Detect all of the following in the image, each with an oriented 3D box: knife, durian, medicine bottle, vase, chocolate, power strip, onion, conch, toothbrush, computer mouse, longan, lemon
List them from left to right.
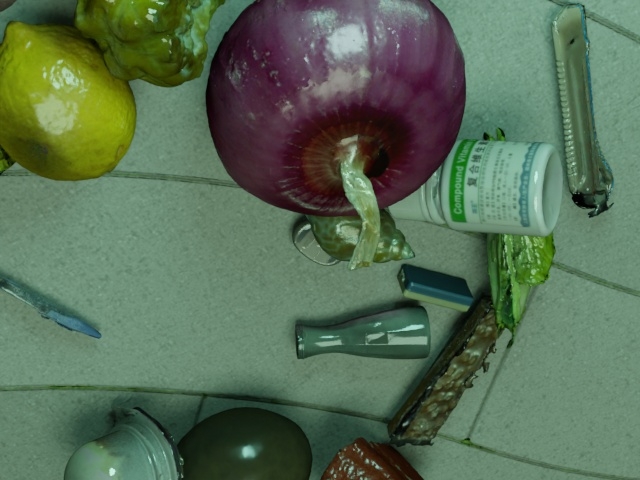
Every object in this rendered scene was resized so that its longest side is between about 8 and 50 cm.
[{"bbox_3d":[-0.488,0.052,1.906,0.413,0.035,0.042,34,87,-32],"label":"toothbrush"},{"bbox_3d":[-0.338,-0.178,1.695,0.188,0.188,0.257,-28,127,6],"label":"lemon"},{"bbox_3d":[-0.326,0.369,2.042,0.147,0.221,0.221,3,126,-44],"label":"chocolate"},{"bbox_3d":[-0.127,0.386,2.122,0.248,0.248,0.248,-7,125,-10],"label":"longan"},{"bbox_3d":[0.000,-0.001,1.995,0.096,0.039,0.066,34,110,-22],"label":"computer mouse"},{"bbox_3d":[0.038,-0.179,1.722,0.358,0.345,0.358,-21,128,-29],"label":"onion"},{"bbox_3d":[0.043,-0.030,1.923,0.116,0.106,0.173,-24,94,-28],"label":"conch"},{"bbox_3d":[0.066,0.155,2.096,0.214,0.086,0.086,-4,125,-6],"label":"vase"},{"bbox_3d":[0.182,0.076,2.083,0.123,0.056,0.032,15,119,-22],"label":"power strip"},{"bbox_3d":[0.219,0.218,2.189,0.102,0.065,0.329,10,123,-37],"label":"chocolate"},{"bbox_3d":[0.223,-0.080,1.884,0.236,0.139,0.139,6,131,25],"label":"medicine bottle"},{"bbox_3d":[0.308,0.005,2.020,0.106,0.132,0.375,-10,110,-6],"label":"durian"},{"bbox_3d":[0.391,-0.194,1.966,0.089,0.043,0.365,-38,129,-29],"label":"knife"}]

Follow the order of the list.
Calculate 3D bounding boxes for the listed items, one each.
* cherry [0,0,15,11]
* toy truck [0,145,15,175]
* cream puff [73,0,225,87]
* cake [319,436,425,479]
[{"bbox_3d":[-0.435,-0.375,1.522,0.285,0.213,0.236,10,112,-10],"label":"cherry"},{"bbox_3d":[-0.556,-0.117,1.722,0.272,0.124,0.157,-16,103,-1],"label":"toy truck"},{"bbox_3d":[-0.214,-0.331,1.622,0.185,0.282,0.282,17,125,17],"label":"cream puff"},{"bbox_3d":[0.082,0.448,2.191,0.177,0.151,0.283,-48,157,6],"label":"cake"}]
